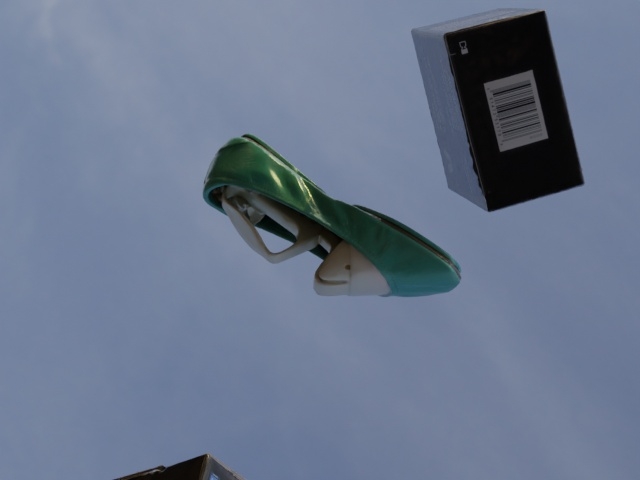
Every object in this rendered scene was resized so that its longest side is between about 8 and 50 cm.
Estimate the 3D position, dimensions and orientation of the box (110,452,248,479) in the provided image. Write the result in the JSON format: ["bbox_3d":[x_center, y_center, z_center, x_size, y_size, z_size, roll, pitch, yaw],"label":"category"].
[{"bbox_3d":[-0.186,0.330,1.021,0.257,0.079,0.322,-19,-138,32],"label":"box"}]

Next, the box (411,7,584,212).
[{"bbox_3d":[0.153,-0.120,1.246,0.093,0.156,0.158,-16,-169,-5],"label":"box"}]

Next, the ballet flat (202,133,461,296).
[{"bbox_3d":[0.000,0.000,1.220,0.247,0.083,0.087,31,-112,17],"label":"ballet flat"}]
